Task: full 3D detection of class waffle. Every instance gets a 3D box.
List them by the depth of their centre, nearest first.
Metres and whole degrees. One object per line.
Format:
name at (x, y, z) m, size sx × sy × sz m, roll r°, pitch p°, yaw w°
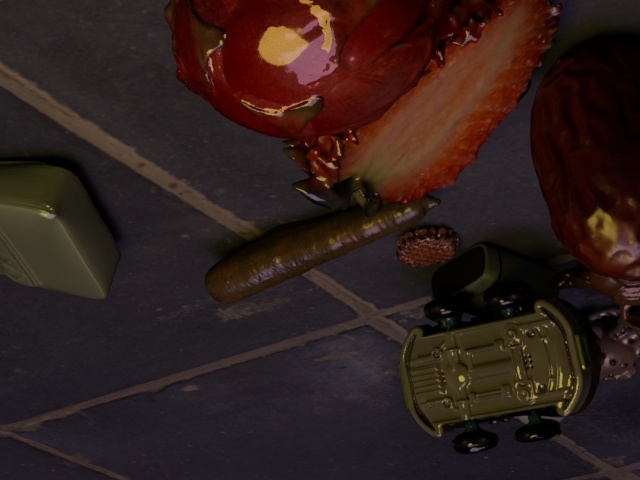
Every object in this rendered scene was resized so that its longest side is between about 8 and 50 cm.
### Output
waffle at (0.138, 0.008, 1.665) m, size 0.083 × 0.029 × 0.075 m, roll -8°, pitch 152°, yaw 10°

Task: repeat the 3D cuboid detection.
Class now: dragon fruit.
dragon fruit at (-0.011, -0.201, 1.107) m, size 0.252 × 0.241 × 0.241 m, roll -14°, pitch 149°, yaw 2°

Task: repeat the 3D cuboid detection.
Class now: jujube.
jujube at (0.298, -0.079, 1.284) m, size 0.174 × 0.250 × 0.174 m, roll -2°, pitch 154°, yaw -1°

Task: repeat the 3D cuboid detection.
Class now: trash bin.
trash bin at (0.231, 0.062, 1.729) m, size 0.130 × 0.059 × 0.116 m, roll 19°, pitch 148°, yaw -30°

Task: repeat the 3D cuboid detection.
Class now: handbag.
handbag at (-0.377, -0.016, 1.600) m, size 0.219 × 0.079 × 0.256 m, roll 7°, pitch 152°, yaw 12°

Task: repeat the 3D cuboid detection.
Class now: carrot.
carrot at (0.000, 0.000, 1.626) m, size 0.342 × 0.070 × 0.070 m, roll -23°, pitch 143°, yaw 26°

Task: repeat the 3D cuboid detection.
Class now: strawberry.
strawberry at (0.105, -0.165, 1.295) m, size 0.306 × 0.137 × 0.233 m, roll -46°, pitch 151°, yaw 22°

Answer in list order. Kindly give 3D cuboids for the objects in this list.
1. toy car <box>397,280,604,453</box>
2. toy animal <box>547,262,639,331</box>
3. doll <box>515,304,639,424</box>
toy car at (0.249, 0.160, 1.697) m, size 0.248 × 0.204 × 0.198 m, roll -15°, pitch 173°, yaw 29°
toy animal at (0.387, 0.029, 1.654) m, size 0.188 × 0.089 × 0.179 m, roll 0°, pitch 134°, yaw 3°
doll at (0.363, 0.174, 1.875) m, size 0.154 × 0.119 × 0.278 m, roll 37°, pitch 130°, yaw -27°
